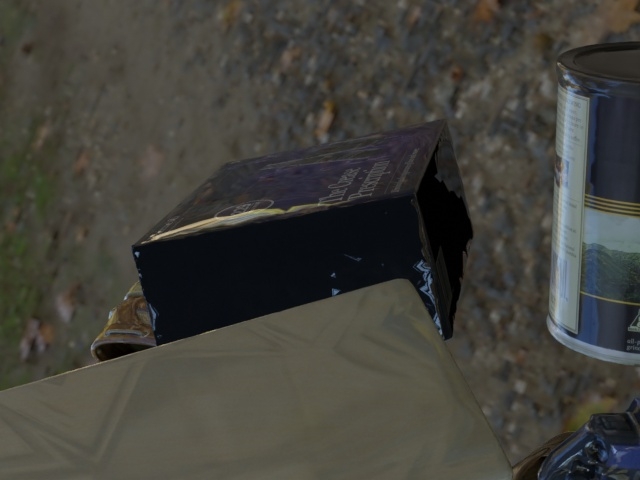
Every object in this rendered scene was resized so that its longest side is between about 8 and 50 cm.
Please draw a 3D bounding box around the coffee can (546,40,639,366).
[{"bbox_3d":[0.326,-0.041,1.401,0.201,0.201,0.275,-138,44,-63],"label":"coffee can"}]

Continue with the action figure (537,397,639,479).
[{"bbox_3d":[0.084,0.192,0.855,0.178,0.330,0.341,-84,10,-62],"label":"action figure"}]

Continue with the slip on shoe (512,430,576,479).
[{"bbox_3d":[0.223,0.223,1.403,0.041,0.135,0.051,-37,74,56],"label":"slip on shoe"}]

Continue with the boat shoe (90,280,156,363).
[{"bbox_3d":[-0.112,0.142,1.528,0.324,0.122,0.120,16,45,37],"label":"boat shoe"}]

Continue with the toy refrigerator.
[{"bbox_3d":[-0.073,0.113,0.550,0.094,0.269,0.102,93,156,-49],"label":"toy refrigerator"}]

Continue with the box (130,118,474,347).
[{"bbox_3d":[0.000,0.000,0.986,0.184,0.103,0.261,-13,12,12],"label":"box"}]
